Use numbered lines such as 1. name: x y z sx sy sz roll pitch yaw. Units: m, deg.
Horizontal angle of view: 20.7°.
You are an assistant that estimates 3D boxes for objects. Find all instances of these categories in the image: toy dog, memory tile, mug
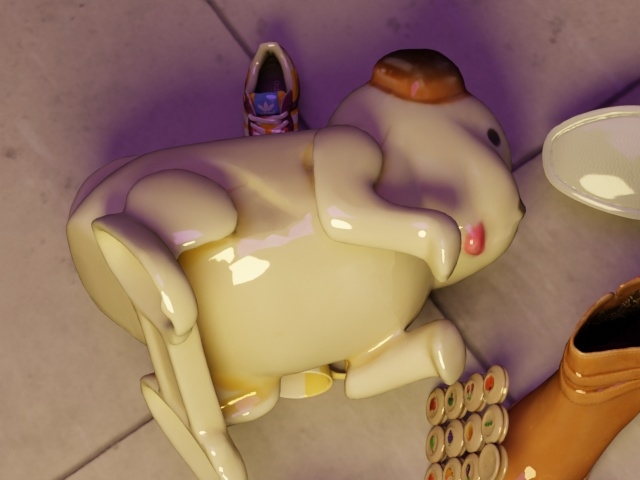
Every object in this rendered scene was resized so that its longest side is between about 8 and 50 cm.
1. toy dog: 0.000 0.000 1.618 0.408 0.284 0.395 -26 30 -17
2. memory tile: 0.133 0.180 1.617 0.012 0.148 0.113 11 70 -22
3. mug: -0.017 0.115 1.708 0.062 0.078 0.064 -27 55 32

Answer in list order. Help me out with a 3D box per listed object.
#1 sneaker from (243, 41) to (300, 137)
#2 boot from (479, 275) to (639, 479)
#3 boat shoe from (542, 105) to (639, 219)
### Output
1. sneaker: -0.052 -0.109 1.772 0.069 0.084 0.185 -6 69 5
2. boot: 0.236 0.142 1.569 0.283 0.220 0.109 -33 70 -5
3. boat shoe: 0.369 -0.076 1.705 0.302 0.091 0.114 7 99 8
